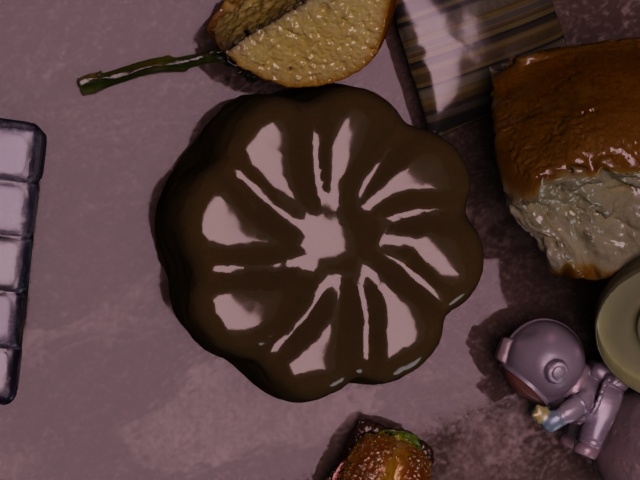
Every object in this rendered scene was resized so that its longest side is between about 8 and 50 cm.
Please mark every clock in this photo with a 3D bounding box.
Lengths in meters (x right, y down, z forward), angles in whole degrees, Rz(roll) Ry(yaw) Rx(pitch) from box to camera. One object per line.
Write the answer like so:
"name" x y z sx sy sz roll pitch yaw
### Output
"clock" 0.432 0.100 1.581 0.235 0.029 0.235 5 130 5

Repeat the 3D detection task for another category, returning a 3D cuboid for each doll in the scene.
"doll" 0.338 0.199 1.697 0.287 0.151 0.151 38 86 -8

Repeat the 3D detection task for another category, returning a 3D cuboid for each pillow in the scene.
"pillow" 0.194 -0.257 1.684 0.208 0.052 0.212 -21 99 -12

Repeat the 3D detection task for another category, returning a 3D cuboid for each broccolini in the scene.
"broccolini" -0.159 -0.207 1.634 0.254 0.071 0.057 -14 137 -4

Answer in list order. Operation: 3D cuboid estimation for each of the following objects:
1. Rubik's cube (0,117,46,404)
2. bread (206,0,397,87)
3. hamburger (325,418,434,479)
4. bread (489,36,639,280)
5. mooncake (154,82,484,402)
"Rubik's cube" -0.446 0.001 1.453 0.293 0.292 0.286 6 93 -13
"bread" 0.009 -0.253 1.552 0.260 0.129 0.134 -30 124 20
"hamburger" 0.074 0.309 1.674 0.137 0.087 0.166 23 88 -12
"bread" 0.349 -0.093 1.601 0.279 0.250 0.225 -12 134 9
"mooncake" 0.000 0.000 1.586 0.378 0.201 0.378 -1 94 -12
